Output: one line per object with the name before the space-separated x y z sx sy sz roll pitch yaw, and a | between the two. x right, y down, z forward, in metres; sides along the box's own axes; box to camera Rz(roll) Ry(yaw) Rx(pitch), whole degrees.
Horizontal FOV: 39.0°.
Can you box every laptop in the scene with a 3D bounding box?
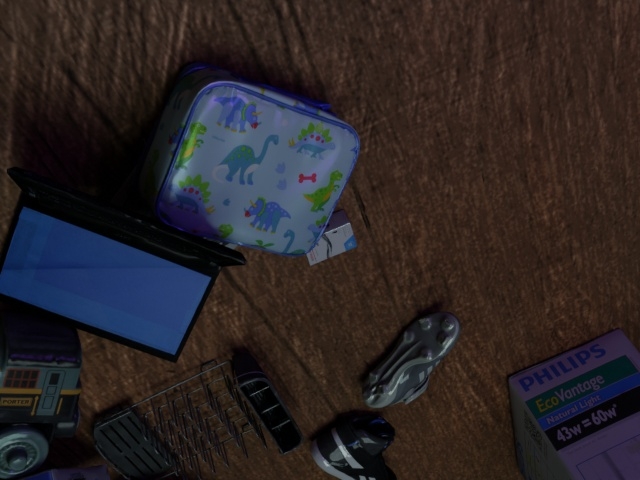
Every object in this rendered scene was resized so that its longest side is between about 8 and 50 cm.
laptop | -0.225 0.039 0.948 0.234 0.264 0.137 21 83 -12

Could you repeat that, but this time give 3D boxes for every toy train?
toy train | -0.435 0.168 1.047 0.334 0.142 0.190 8 116 -29

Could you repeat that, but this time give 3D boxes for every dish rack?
dish rack | -0.180 0.276 1.306 0.271 0.074 0.208 -24 136 -1

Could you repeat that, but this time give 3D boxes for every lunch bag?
lunch bag | -0.074 -0.085 0.973 0.219 0.090 0.176 14 107 -36

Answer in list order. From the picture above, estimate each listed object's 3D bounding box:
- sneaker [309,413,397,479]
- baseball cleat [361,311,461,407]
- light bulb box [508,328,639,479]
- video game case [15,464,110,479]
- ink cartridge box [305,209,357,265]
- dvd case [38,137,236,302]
sneaker | 0.093 0.358 1.506 0.121 0.079 0.217 -39 134 16
baseball cleat | 0.150 0.181 1.384 0.206 0.072 0.109 -44 148 25
light bulb box | 0.514 0.416 1.555 0.225 0.361 0.358 -23 137 -5
video game case | -0.433 0.362 1.181 0.269 0.061 0.244 -17 168 -1
ink cartridge box | 0.000 0.000 1.153 0.083 0.028 0.048 -23 137 -3
dvd case | -0.195 0.004 1.066 0.179 0.029 0.239 22 120 -39
